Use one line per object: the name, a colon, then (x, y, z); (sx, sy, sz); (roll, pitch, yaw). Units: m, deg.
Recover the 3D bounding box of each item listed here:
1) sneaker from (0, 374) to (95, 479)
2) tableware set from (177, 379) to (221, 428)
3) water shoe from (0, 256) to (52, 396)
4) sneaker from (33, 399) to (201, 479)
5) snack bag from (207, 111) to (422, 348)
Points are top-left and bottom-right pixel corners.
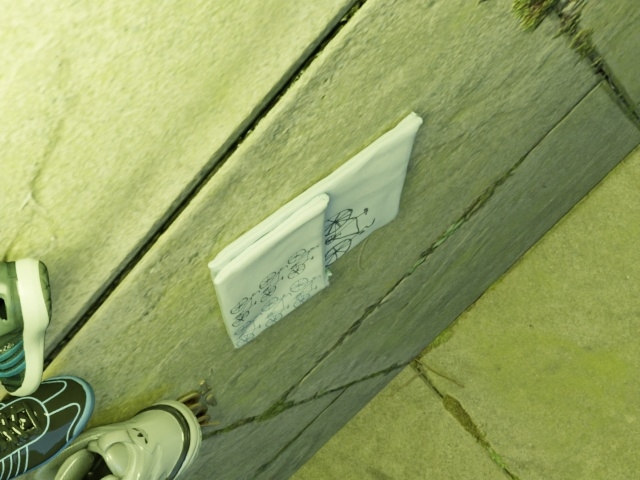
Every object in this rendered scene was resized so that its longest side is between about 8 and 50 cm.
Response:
sneaker: (-0.344, 0.218, 0.960); (0.232, 0.081, 0.090); (-35, 169, -16)
tableware set: (-0.220, 0.304, 1.521); (0.128, 0.039, 0.194); (-37, 163, -13)
water shoe: (-0.284, 0.076, 0.799); (0.080, 0.072, 0.203); (-2, 147, -23)
sneaker: (-0.339, 0.380, 1.301); (0.366, 0.137, 0.210); (-50, 161, 12)
snack bag: (0.000, 0.000, 1.252); (0.343, 0.037, 0.323); (-37, 162, -15)
